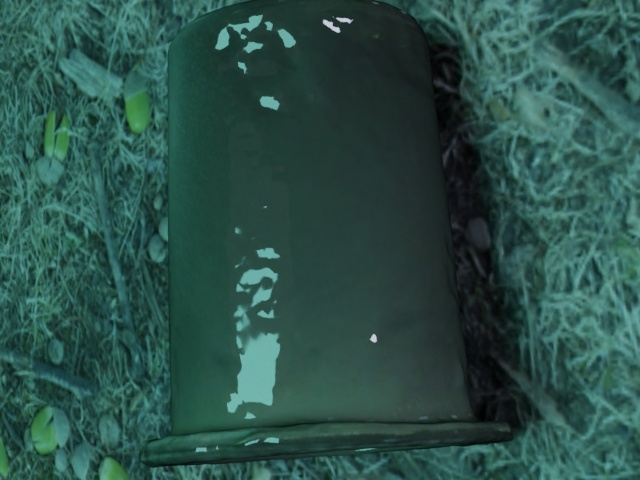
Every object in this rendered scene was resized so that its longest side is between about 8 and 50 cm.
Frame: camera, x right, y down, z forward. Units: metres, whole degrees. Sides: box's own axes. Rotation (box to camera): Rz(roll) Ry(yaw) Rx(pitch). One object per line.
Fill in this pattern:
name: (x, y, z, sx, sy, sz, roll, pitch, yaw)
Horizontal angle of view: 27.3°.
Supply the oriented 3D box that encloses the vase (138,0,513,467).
vase: (0.000, 0.000, 0.876, 0.245, 0.245, 0.291, -13, 75, 44)
